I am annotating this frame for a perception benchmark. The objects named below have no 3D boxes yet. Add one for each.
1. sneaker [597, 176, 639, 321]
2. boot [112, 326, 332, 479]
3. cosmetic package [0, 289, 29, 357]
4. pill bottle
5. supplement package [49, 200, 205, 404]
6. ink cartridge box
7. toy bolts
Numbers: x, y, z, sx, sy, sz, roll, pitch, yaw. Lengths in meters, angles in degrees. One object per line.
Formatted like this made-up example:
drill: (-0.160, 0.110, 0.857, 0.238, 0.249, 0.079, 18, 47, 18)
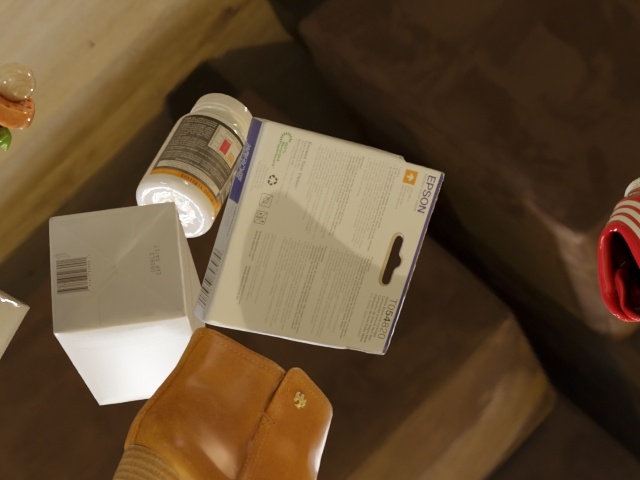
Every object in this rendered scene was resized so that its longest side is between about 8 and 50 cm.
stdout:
sneaker: (0.296, 0.064, 0.917, 0.128, 0.221, 0.087, -38, -179, -40)
boot: (-0.028, 0.221, 0.871, 0.295, 0.104, 0.211, 46, 51, -19)
cosmetic package: (-0.453, 0.143, 1.267, 0.237, 0.127, 0.107, -65, 168, -5)
pill bottle: (-0.239, -0.153, 2.201, 0.162, 0.162, 0.278, 83, 24, -48)
supplement package: (-0.263, 0.098, 1.578, 0.175, 0.177, 0.293, -8, 153, -2)
ink cartridge box: (0.000, 0.000, 1.191, 0.224, 0.045, 0.223, 14, 98, -27)
toy bolts: (-0.547, -0.209, 1.638, 0.158, 0.218, 0.228, -53, -173, 26)
